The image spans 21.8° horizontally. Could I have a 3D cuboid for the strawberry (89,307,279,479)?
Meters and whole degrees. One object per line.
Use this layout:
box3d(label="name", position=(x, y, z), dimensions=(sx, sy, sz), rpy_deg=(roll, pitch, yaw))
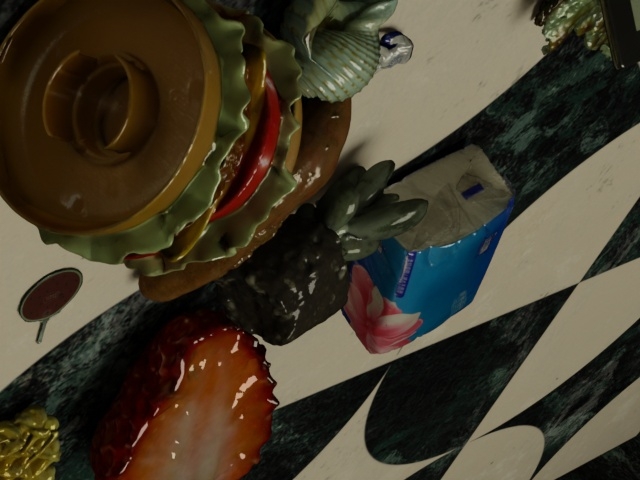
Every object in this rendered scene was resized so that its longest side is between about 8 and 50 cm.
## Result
box3d(label="strawberry", position=(-0.187, 0.208, 2.148), dimensions=(0.265, 0.149, 0.336), rpy_deg=(-15, 136, -35))

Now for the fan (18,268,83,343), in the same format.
box3d(label="fan", position=(-0.309, 0.077, 1.884), dimensions=(0.085, 0.005, 0.133), rpy_deg=(-23, 151, -36))

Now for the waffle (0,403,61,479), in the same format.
box3d(label="waffle", position=(-0.435, 0.310, 2.043), dimensions=(0.261, 0.056, 0.250), rpy_deg=(-26, 154, -35))

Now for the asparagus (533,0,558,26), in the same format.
box3d(label="asparagus", position=(0.327, -0.359, 2.052), dimensions=(0.248, 0.025, 0.024), rpy_deg=(-58, -166, 34))

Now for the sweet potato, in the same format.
box3d(label="sweet potato", position=(-0.078, -0.045, 1.901), dimensions=(0.354, 0.106, 0.095), rpy_deg=(-46, 122, 11))

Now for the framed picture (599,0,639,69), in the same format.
box3d(label="framed picture", position=(0.378, -0.389, 1.805), dimensions=(0.265, 0.016, 0.347), rpy_deg=(-27, 111, -30))

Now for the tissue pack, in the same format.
box3d(label="tissue pack", position=(0.149, 0.019, 2.305), dimensions=(0.209, 0.137, 0.270), rpy_deg=(-30, 154, -27))

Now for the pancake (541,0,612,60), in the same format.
box3d(label="pancake", position=(0.439, -0.340, 2.147), dimensions=(0.305, 0.067, 0.426), rpy_deg=(-49, 164, 21))

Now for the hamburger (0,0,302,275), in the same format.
box3d(label="hamburger", position=(-0.144, -0.103, 1.492), dimensions=(0.274, 0.274, 0.212), rpy_deg=(-47, 153, 15))

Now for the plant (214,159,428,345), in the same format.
box3d(label="plant", position=(-0.002, 0.000, 2.039), dimensions=(0.274, 0.146, 0.149), rpy_deg=(-39, 150, -25))

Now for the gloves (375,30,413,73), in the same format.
box3d(label="gloves", position=(0.069, -0.215, 1.913), dimensions=(0.086, 0.026, 0.064), rpy_deg=(-24, 150, -24))

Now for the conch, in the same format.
box3d(label="conch", position=(0.009, -0.220, 1.720), dimensions=(0.135, 0.102, 0.153), rpy_deg=(43, 63, -56))
